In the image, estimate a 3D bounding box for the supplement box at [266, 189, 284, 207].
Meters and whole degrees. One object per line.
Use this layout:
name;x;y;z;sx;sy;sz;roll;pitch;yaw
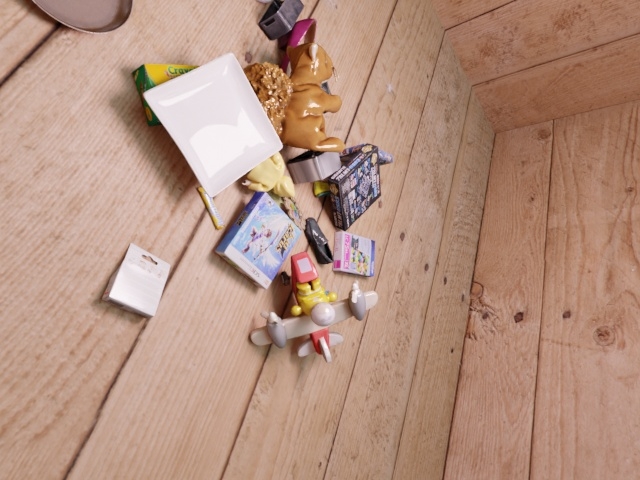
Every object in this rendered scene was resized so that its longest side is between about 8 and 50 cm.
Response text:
supplement box;-0.195;-0.148;1.583;0.083;0.056;0.083;46;53;-36

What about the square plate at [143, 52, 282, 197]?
square plate;-0.322;-0.367;1.311;0.344;0.049;0.347;-44;117;-32

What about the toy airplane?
toy airplane;-0.015;0.282;1.541;0.385;0.272;0.385;31;83;-15

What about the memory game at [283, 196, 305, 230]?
memory game;-0.104;-0.124;1.650;0.186;0.012;0.186;68;14;0

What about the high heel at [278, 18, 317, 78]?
high heel;-0.084;-0.701;1.679;0.127;0.182;0.376;-8;92;-50

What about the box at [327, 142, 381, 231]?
box;0.161;-0.236;1.856;0.293;0.074;0.295;-46;146;-28

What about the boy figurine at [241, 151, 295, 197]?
boy figurine;-0.201;-0.255;1.491;0.285;0.092;0.177;32;94;-26

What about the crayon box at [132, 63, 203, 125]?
crayon box;-0.434;-0.467;1.326;0.279;0.081;0.165;-25;105;-47

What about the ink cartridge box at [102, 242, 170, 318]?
ink cartridge box;-0.528;0.118;1.198;0.145;0.045;0.179;40;39;-38

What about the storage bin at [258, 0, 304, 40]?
storage bin;-0.156;-0.909;1.666;0.084;0.122;0.180;44;55;-37

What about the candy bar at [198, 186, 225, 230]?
candy bar;-0.369;-0.112;1.409;0.040;0.018;0.161;-37;112;-44

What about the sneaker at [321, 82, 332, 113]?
sneaker;-0.021;-0.662;1.819;0.130;0.087;0.227;-57;132;-44

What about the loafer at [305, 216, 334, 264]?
loafer;0.000;0.000;1.773;0.076;0.078;0.223;-39;115;-45

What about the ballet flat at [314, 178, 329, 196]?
ballet flat;0.056;-0.243;1.876;0.231;0.077;0.077;-10;77;-47

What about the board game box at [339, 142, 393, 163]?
board game box;0.217;-0.404;2.004;0.244;0.165;0.042;6;80;-49

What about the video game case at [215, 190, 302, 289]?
video game case;-0.212;0.001;1.492;0.244;0.061;0.269;49;62;-41

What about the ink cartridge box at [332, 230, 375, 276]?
ink cartridge box;0.180;0.074;1.989;0.311;0.065;0.185;15;75;-49

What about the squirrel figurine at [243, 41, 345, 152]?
squirrel figurine;-0.103;-0.540;1.524;0.398;0.281;0.369;-3;113;-30

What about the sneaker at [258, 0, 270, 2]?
sneaker;-0.257;-1.041;1.498;0.366;0.211;0.137;19;71;-46

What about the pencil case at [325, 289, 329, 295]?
pencil case;-0.010;0.279;1.741;0.070;0.065;0.151;31;62;-24

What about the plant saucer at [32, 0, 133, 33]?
plant saucer;-0.667;-0.709;1.112;0.311;0.050;0.309;6;82;-49

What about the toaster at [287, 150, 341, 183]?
toaster;-0.028;-0.316;1.709;0.186;0.168;0.110;-40;116;-45
